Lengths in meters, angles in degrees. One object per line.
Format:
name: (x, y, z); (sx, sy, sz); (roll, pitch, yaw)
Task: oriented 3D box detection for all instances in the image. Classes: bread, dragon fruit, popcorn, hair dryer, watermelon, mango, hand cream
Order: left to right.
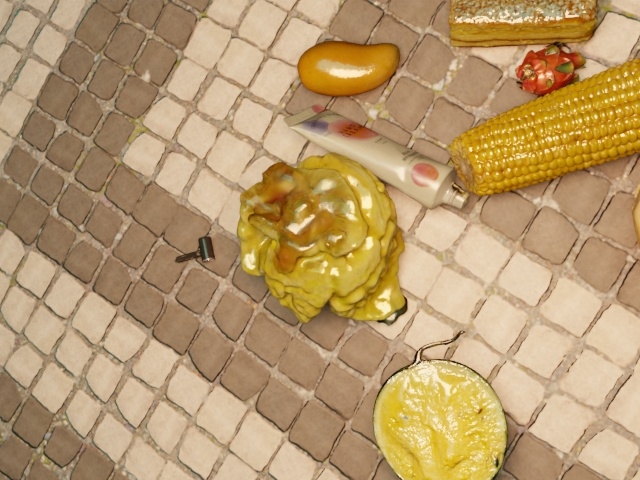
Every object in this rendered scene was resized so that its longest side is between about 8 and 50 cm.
hair dryer: (-0.241, 0.025, 1.405); (0.083, 0.026, 0.047); (-18, 77, 23)
popcorn: (-0.002, -0.003, 1.218); (0.293, 0.237, 0.292); (-3, 80, 16)
mango: (0.050, -0.306, 1.313); (0.184, 0.085, 0.102); (-2, 80, 8)
hand cream: (0.102, -0.148, 1.264); (0.341, 0.124, 0.077); (32, 127, 17)
watermelon: (0.192, 0.285, 1.181); (0.204, 0.127, 0.232); (-27, 79, 14)
bread: (0.334, -0.417, 1.220); (0.234, 0.110, 0.184); (3, 82, 16)
dragon fruit: (0.377, -0.280, 1.205); (0.116, 0.081, 0.086); (-33, 73, -12)

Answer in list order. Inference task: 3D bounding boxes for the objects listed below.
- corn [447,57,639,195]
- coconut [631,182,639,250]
corn: (0.396, -0.173, 1.157); (0.387, 0.144, 0.143); (-22, 78, 15)
coconut: (0.611, -0.011, 0.948); (0.405, 0.404, 0.404); (-2, 84, 18)
